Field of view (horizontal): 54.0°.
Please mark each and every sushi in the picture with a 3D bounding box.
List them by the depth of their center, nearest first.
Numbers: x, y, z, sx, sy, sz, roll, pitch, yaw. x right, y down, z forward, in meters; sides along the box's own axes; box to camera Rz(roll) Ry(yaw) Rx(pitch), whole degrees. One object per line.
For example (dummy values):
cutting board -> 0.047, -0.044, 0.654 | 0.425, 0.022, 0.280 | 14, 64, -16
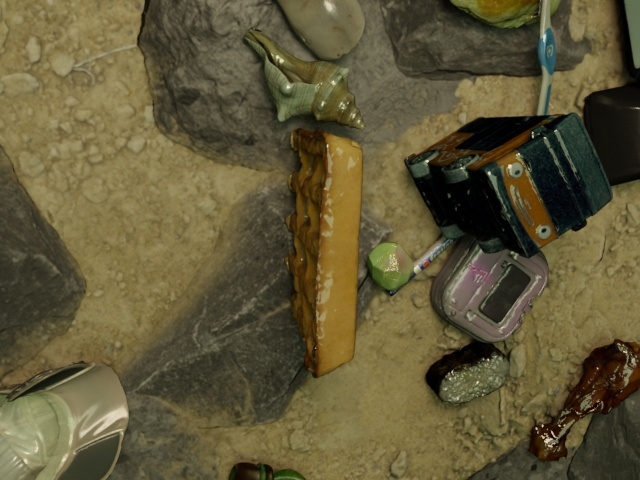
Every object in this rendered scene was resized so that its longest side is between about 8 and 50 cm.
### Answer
sushi -> 0.279, 0.252, 1.192 | 0.150, 0.078, 0.090 | -25, 111, -5

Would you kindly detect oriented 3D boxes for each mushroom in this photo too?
mushroom -> -0.027, -0.394, 1.002 | 0.116, 0.093, 0.225 | -40, 111, 21

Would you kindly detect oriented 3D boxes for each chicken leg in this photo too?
chicken leg -> 0.526, 0.318, 1.252 | 0.113, 0.093, 0.304 | 42, 100, 3

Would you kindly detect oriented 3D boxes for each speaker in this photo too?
speaker -> 0.695, -0.212, 1.119 | 0.388, 0.184, 0.180 | -14, 103, -6

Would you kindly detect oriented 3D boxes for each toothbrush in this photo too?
toothbrush -> 0.381, -0.313, 1.068 | 0.040, 0.040, 0.386 | -9, 123, -8

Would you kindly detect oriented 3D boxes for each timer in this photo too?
timer -> 0.319, 0.082, 1.171 | 0.191, 0.069, 0.208 | 30, 93, -17

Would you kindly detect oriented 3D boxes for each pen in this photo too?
pen -> 0.201, 0.029, 1.160 | 0.204, 0.025, 0.025 | -43, 105, 0

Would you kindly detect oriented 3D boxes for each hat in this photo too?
hat -> -0.459, 0.305, 1.043 | 0.275, 0.161, 0.232 | -28, 118, -27

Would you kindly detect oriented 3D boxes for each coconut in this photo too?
coconut -> 0.126, 0.048, 1.126 | 0.083, 0.081, 0.082 | -2, 66, 5

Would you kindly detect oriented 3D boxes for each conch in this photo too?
conch -> -0.033, -0.241, 1.019 | 0.234, 0.137, 0.114 | 17, 124, -4

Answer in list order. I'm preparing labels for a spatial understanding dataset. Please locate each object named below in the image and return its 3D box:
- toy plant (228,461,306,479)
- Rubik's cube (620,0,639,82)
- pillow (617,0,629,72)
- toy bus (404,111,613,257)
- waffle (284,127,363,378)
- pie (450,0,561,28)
toy plant -> -0.089, 0.466, 1.162 | 0.162, 0.093, 0.092 | 16, 98, -12
Rubik's cube -> 0.671, -0.408, 1.018 | 0.246, 0.250, 0.248 | -20, 102, -22
pillow -> 0.589, -0.411, 1.136 | 0.130, 0.033, 0.217 | -16, 103, -14
toy bus -> 0.282, -0.098, 0.998 | 0.194, 0.323, 0.162 | -31, 104, -6
waffle -> -0.001, 0.000, 0.979 | 0.077, 0.304, 0.348 | 0, 103, -10
pie -> 0.324, -0.491, 1.024 | 0.257, 0.105, 0.274 | 18, 108, -30
